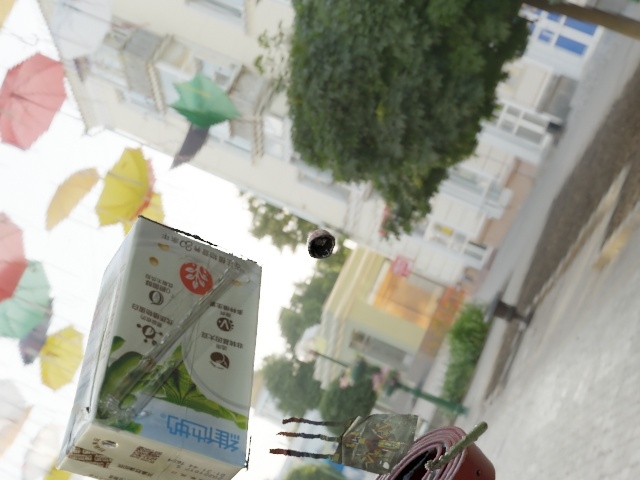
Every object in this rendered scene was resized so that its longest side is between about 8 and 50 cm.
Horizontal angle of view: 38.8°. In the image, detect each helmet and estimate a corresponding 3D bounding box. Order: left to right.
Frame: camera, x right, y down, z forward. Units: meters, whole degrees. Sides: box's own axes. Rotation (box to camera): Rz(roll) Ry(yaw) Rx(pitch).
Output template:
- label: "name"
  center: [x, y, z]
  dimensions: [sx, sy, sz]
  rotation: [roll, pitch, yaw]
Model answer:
- label: "helmet"
  center: [0.000, -0.002, 2.053]
  dimensions: [0.084, 0.065, 0.049]
  rotation: [105, 160, -45]

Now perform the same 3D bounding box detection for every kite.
- label: "kite"
  center: [0.040, 0.327, 1.482]
  dimensions: [0.015, 0.245, 0.141]
  rotation: [-117, 40, -57]

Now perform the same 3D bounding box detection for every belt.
- label: "belt"
  center: [0.204, 0.529, 1.843]
  dimensions: [0.324, 0.115, 0.227]
  rotation: [-44, 16, -12]

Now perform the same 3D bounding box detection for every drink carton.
- label: "drink carton"
  center: [-0.191, 0.148, 1.143]
  dimensions: [0.132, 0.194, 0.324]
  rotation: [-51, 26, 38]

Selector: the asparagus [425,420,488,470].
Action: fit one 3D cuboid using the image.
- label: "asparagus"
  center: [0.259, 0.392, 1.717]
  dimensions: [0.248, 0.025, 0.024]
  rotation: [-16, -41, -54]
